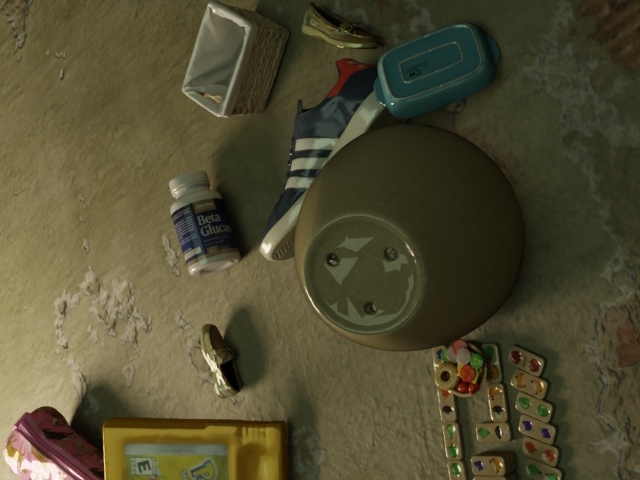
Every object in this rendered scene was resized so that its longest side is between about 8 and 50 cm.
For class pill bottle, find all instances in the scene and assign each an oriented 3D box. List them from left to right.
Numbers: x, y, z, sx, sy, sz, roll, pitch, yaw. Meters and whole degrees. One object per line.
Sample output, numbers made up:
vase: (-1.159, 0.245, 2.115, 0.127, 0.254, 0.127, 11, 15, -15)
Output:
pill bottle: (-0.206, -0.031, 1.981, 0.094, 0.094, 0.169, -28, 76, 39)

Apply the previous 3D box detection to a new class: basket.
basket: (-0.139, -0.298, 1.893, 0.113, 0.103, 0.167, 35, 115, 33)

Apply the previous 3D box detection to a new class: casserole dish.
casserole dish: (0.161, -0.248, 1.629, 0.188, 0.037, 0.114, -20, 68, 13)

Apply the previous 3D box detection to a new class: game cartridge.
game cartridge: (-0.214, 0.450, 1.969, 0.324, 0.053, 0.285, -1, 93, 14)

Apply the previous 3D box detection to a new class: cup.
cup: (0.094, 0.019, 1.566, 0.331, 0.237, 0.331, 5, 105, 20)

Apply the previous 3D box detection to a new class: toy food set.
toy food set: (0.208, 0.188, 1.673, 0.083, 0.020, 0.082, 22, 101, 41)

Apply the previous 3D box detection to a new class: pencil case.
pencil case: (-0.451, 0.467, 2.197, 0.386, 0.160, 0.167, 26, 111, 37)

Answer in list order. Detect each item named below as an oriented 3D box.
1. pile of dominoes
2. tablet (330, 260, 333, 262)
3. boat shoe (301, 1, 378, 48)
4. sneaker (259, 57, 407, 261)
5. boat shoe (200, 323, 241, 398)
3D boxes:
pile of dominoes: (0.249, 0.273, 1.653, 0.196, 0.040, 0.251, -9, 88, 41)
tablet: (0.000, 0.000, 1.864, 0.054, 0.006, 0.083, -40, 69, 35)
boat shoe: (0.030, -0.332, 1.777, 0.153, 0.056, 0.048, 29, 117, 43)
sneaker: (-0.006, -0.129, 1.783, 0.148, 0.131, 0.350, 47, 112, 26)
boat shoe: (-0.171, 0.209, 2.007, 0.045, 0.050, 0.135, -16, 94, 37)
